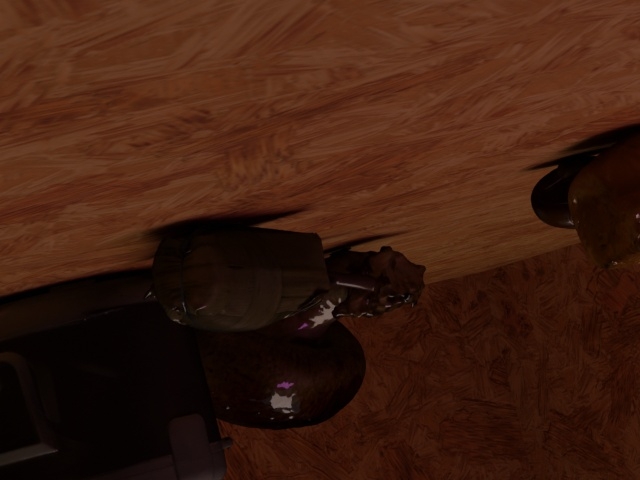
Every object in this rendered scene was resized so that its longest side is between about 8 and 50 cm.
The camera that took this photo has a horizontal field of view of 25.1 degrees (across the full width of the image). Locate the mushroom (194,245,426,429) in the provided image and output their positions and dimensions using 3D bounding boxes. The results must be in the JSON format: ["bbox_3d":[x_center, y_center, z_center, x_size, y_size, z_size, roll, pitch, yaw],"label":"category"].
[{"bbox_3d":[-0.070,0.137,2.222,0.334,0.356,0.331,32,-143,28],"label":"mushroom"}]

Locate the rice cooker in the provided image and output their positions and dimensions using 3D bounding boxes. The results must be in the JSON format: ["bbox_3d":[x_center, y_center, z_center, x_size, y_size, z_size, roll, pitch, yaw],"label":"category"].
[{"bbox_3d":[-0.296,0.226,1.805,0.335,0.325,0.335,-14,175,-1],"label":"rice cooker"}]

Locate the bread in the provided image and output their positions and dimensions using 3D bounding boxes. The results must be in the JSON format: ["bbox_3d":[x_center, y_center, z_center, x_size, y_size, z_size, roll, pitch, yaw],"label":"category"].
[{"bbox_3d":[0.430,-0.064,1.582,0.294,0.132,0.167,-16,160,-13],"label":"bread"}]

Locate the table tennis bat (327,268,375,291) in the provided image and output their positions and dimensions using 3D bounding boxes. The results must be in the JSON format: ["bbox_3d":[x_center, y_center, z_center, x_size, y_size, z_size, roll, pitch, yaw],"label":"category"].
[{"bbox_3d":[0.000,0.000,1.944,0.170,0.119,0.107,9,-162,-8],"label":"table tennis bat"}]

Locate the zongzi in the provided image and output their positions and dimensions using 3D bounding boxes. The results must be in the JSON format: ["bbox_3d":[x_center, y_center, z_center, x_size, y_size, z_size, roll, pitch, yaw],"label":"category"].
[{"bbox_3d":[-0.150,0.043,1.520,0.256,0.115,0.228,-4,177,33],"label":"zongzi"}]

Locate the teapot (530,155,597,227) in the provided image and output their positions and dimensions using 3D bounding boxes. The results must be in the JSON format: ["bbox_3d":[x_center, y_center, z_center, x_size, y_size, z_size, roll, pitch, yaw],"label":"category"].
[{"bbox_3d":[0.307,-0.068,1.686,0.129,0.078,0.098,-24,-145,4],"label":"teapot"}]
